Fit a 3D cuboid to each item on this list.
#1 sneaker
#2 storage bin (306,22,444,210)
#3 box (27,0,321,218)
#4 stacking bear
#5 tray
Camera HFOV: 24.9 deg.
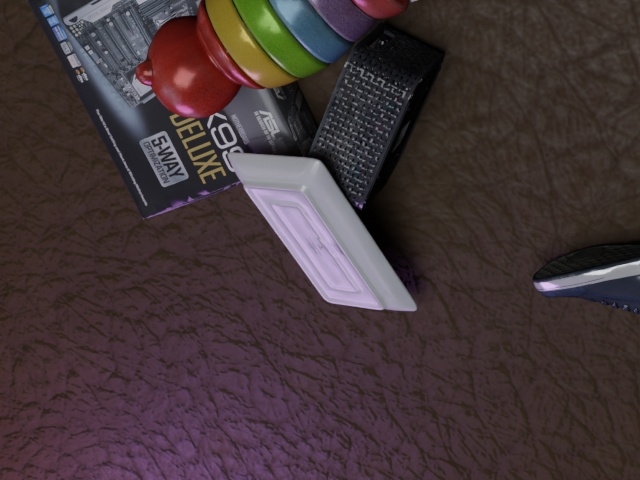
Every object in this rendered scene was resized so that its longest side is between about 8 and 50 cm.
[{"bbox_3d":[0.364,0.084,1.645,0.226,0.086,0.163,-9,108,25],"label":"sneaker"},{"bbox_3d":[0.059,-0.140,1.639,0.084,0.122,0.180,27,122,8],"label":"storage bin"},{"bbox_3d":[-0.172,-0.205,1.730,0.242,0.076,0.307,-18,106,28],"label":"box"},{"bbox_3d":[-0.065,-0.237,1.560,0.289,0.175,0.164,-32,58,20],"label":"stacking bear"},{"bbox_3d":[0.000,0.000,1.703,0.145,0.030,0.270,6,143,40],"label":"tray"}]
